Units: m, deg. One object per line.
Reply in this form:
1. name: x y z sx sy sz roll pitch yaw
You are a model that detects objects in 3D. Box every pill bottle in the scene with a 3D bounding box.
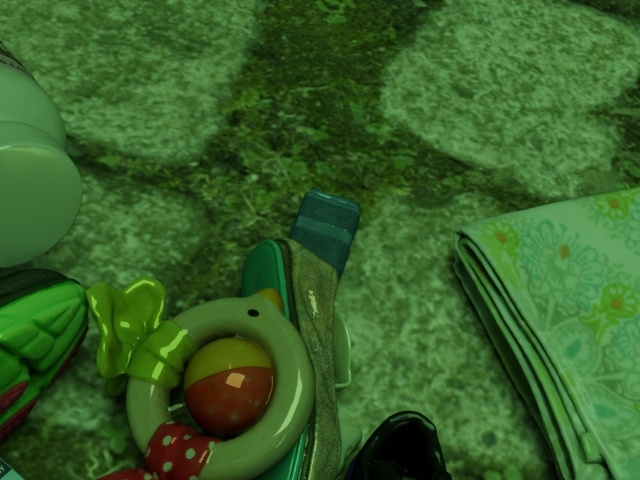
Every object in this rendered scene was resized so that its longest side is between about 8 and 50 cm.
1. pill bottle: -0.337 -0.108 0.948 0.169 0.169 0.301 -22 46 -28

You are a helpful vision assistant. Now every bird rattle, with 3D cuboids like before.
1. bird rattle: -0.105 0.136 0.857 0.207 0.143 0.253 -22 48 7

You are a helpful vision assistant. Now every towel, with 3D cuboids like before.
1. towel: 0.000 0.000 1.092 0.067 0.029 0.119 19 51 0
2. towel: 0.354 0.085 1.086 0.374 0.090 0.320 -10 58 -22

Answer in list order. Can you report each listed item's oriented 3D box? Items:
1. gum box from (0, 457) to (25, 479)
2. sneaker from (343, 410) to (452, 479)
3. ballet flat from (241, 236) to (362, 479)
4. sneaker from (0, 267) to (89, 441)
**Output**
1. gum box: -0.253 0.280 0.808 0.184 0.041 0.157 37 54 14
2. sneaker: 0.051 0.250 0.807 0.102 0.146 0.293 15 37 -5
3. ballet flat: -0.013 0.140 0.941 0.106 0.107 0.316 26 51 -35
4. sneaker: -0.411 0.105 0.808 0.483 0.185 0.202 -20 63 -29
